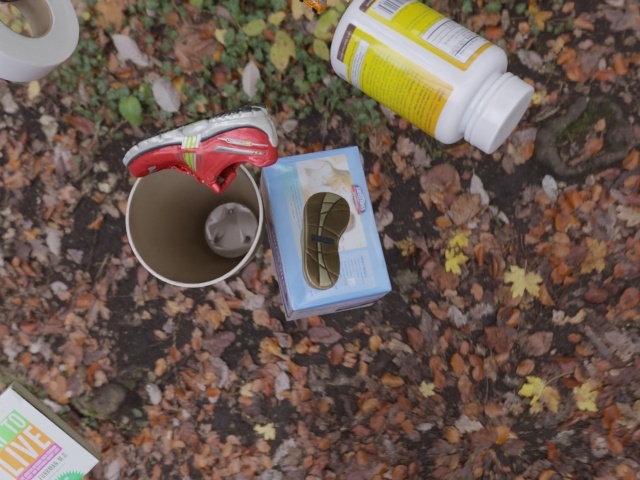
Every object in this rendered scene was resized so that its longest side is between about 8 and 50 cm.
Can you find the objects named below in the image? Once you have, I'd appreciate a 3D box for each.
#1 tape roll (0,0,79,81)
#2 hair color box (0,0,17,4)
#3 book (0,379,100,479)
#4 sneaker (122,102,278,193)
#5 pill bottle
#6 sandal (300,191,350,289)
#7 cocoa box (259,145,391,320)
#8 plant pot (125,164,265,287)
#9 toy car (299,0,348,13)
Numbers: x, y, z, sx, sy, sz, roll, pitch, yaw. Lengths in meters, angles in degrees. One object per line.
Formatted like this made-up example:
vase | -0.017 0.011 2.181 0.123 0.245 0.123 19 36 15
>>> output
tape roll | -0.718 -0.523 1.395 0.100 0.286 0.286 -17 66 36
hair color box | -0.488 -0.449 1.025 0.141 0.072 0.043 -19 99 -16
book | -0.362 0.259 0.742 0.096 0.035 0.144 -45 104 -9
sneaker | -0.191 -0.126 0.936 0.278 0.107 0.119 -10 105 27
pill bottle | 0.124 -0.189 0.674 0.215 0.117 0.117 38 86 18
sandal | 0.000 0.000 0.881 0.072 0.049 0.180 17 53 -14
cocoa box | 0.001 -0.010 1.396 0.231 0.228 0.347 -11 78 -9
plant pot | -0.212 -0.033 1.211 0.256 0.274 0.257 -1 85 7
toy car | 0.015 -0.466 1.110 0.122 0.040 0.060 -37 88 -32
